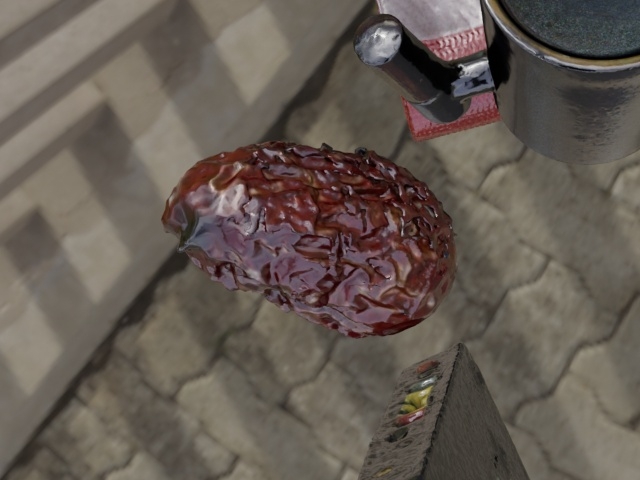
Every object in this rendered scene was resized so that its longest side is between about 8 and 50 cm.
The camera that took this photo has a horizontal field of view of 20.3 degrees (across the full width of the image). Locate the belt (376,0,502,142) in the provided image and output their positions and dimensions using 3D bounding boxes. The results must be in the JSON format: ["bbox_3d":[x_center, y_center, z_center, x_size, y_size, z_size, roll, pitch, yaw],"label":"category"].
[{"bbox_3d":[0.122,-0.198,1.693,0.124,0.201,0.128,-14,156,1],"label":"belt"}]

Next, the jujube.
[{"bbox_3d":[0.003,-0.002,0.911,0.104,0.166,0.104,-11,74,43],"label":"jujube"}]

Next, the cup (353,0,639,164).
[{"bbox_3d":[0.157,-0.162,1.275,0.239,0.166,0.177,13,160,10],"label":"cup"}]

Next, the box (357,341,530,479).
[{"bbox_3d":[0.097,0.195,1.076,0.058,0.350,0.211,-22,96,12],"label":"box"}]
